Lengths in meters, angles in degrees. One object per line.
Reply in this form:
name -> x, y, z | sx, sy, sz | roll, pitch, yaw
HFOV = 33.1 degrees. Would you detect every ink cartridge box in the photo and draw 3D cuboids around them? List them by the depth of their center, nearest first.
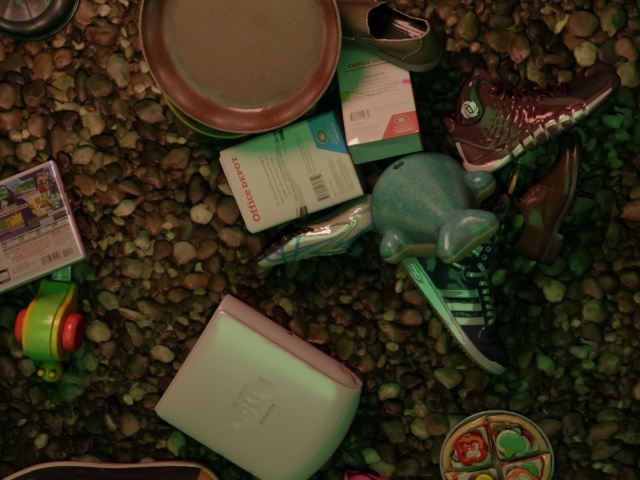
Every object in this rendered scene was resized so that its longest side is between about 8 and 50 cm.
ink cartridge box -> 0.091, -0.231, 1.712 | 0.115, 0.067, 0.198 | -10, 65, 8
ink cartridge box -> -0.044, -0.117, 1.775 | 0.203, 0.086, 0.148 | -18, 102, 11

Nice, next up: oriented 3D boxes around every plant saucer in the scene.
plant saucer -> -0.119, -0.318, 1.641 | 0.311, 0.050, 0.310 | 3, 112, 8

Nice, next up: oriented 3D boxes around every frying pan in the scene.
frying pan -> -0.463, -0.481, 1.746 | 0.197, 0.053, 0.326 | 27, 109, -2

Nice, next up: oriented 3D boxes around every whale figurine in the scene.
whale figurine -> 0.171, -0.053, 1.658 | 0.216, 0.272, 0.141 | -35, 110, -2

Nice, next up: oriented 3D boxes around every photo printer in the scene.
photo printer -> -0.098, 0.275, 1.874 | 0.307, 0.107, 0.256 | 33, 106, -3

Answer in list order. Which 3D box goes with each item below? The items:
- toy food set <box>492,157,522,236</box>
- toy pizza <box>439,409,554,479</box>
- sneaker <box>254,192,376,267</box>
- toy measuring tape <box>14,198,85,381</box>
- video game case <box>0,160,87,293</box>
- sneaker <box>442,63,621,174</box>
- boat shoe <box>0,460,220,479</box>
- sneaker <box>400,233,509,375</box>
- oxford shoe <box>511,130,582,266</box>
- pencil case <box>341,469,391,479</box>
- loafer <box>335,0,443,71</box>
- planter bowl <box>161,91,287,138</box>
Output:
toy food set -> 0.299, -0.072, 1.755 | 0.019, 0.078, 0.122 | 16, 77, 4
toy pizza -> 0.312, 0.396, 1.902 | 0.201, 0.032, 0.201 | 2, 105, 6
sneaker -> 0.000, 0.000, 1.805 | 0.237, 0.085, 0.086 | -23, 109, 15
toy measuring tape -> -0.466, 0.096, 1.863 | 0.121, 0.121, 0.330 | 7, 105, 4
video game case -> -0.518, -0.017, 1.841 | 0.201, 0.023, 0.183 | -22, 79, 6
sneaker -> 0.318, -0.229, 1.700 | 0.281, 0.106, 0.162 | -32, 96, 14
boat shoe -> -0.425, 0.504, 1.948 | 0.500, 0.156, 0.187 | -8, 106, 9
sneaker -> 0.264, 0.082, 1.790 | 0.153, 0.099, 0.282 | -36, 96, 15
oxford shoe -> 0.365, -0.073, 1.747 | 0.096, 0.083, 0.227 | 17, 105, 6
pencil case -> 0.130, 0.479, 1.910 | 0.209, 0.098, 0.095 | 13, 106, 2
loafer -> 0.074, -0.344, 1.673 | 0.251, 0.087, 0.094 | 19, 68, 13
planter bowl -> -0.148, -0.279, 1.740 | 0.217, 0.090, 0.217 | 1, 105, 5
